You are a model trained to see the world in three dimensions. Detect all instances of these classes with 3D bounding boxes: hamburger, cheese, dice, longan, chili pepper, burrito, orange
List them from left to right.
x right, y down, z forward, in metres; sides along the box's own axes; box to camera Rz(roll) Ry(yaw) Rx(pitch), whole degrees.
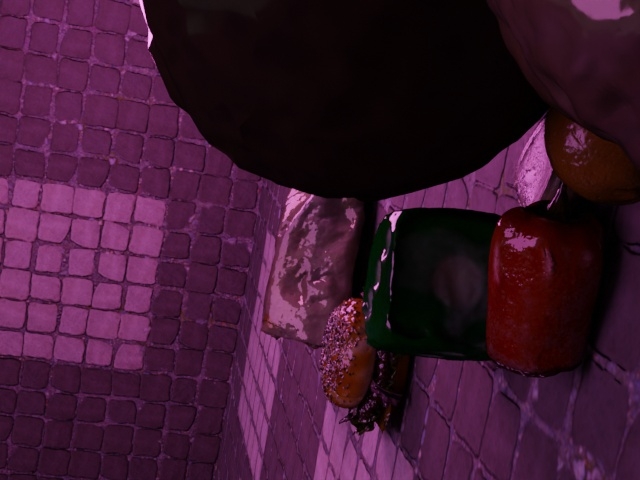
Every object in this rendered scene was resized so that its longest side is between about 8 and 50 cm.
[{"bbox_3d":[-0.002,0.000,1.565,0.190,0.135,0.332,121,159,-80],"label":"burrito"},{"bbox_3d":[0.051,0.150,1.270,0.164,0.093,0.190,176,100,-78],"label":"hamburger"},{"bbox_3d":[0.035,-0.225,0.780,0.391,0.391,0.391,-172,90,-79],"label":"longan"},{"bbox_3d":[0.113,0.043,0.939,0.120,0.131,0.128,136,140,-76],"label":"dice"},{"bbox_3d":[0.172,0.009,0.773,0.084,0.086,0.192,-41,-43,-62],"label":"chili pepper"},{"bbox_3d":[0.205,-0.092,0.803,0.097,0.037,0.192,-94,17,-45],"label":"cheese"},{"bbox_3d":[0.199,-0.068,0.700,0.085,0.085,0.095,112,141,-51],"label":"orange"}]

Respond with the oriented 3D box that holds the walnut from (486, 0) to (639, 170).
[{"bbox_3d":[0.183,-0.123,0.387,0.248,0.248,0.248,-172,90,-79],"label":"walnut"}]
